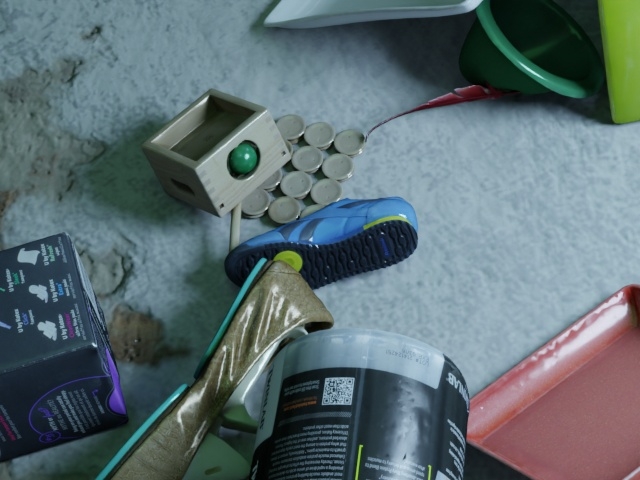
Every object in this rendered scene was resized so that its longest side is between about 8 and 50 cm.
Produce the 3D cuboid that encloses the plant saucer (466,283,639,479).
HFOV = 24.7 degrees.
[{"bbox_3d":[0.277,0.149,1.355,0.259,0.048,0.258,-33,21,-16],"label":"plant saucer"}]

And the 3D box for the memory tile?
[{"bbox_3d":[-0.020,-0.075,1.634,0.113,0.012,0.148,14,59,16],"label":"memory tile"}]

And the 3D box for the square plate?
[{"bbox_3d":[0.142,-0.359,1.710,0.344,0.049,0.347,5,49,49],"label":"square plate"}]

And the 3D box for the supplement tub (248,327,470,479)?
[{"bbox_3d":[0.026,0.253,1.291,0.193,0.193,0.316,3,55,9],"label":"supplement tub"}]

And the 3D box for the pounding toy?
[{"bbox_3d":[-0.107,-0.076,1.596,0.130,0.100,0.141,-42,39,-21],"label":"pounding toy"}]

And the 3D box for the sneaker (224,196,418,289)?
[{"bbox_3d":[0.000,0.000,1.555,0.209,0.069,0.082,-14,34,1],"label":"sneaker"}]

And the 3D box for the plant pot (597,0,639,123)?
[{"bbox_3d":[0.401,-0.288,1.587,0.207,0.228,0.227,-7,55,11],"label":"plant pot"}]

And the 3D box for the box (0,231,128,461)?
[{"bbox_3d":[-0.345,0.125,1.440,0.270,0.165,0.143,-17,56,-6],"label":"box"}]

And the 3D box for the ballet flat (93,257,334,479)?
[{"bbox_3d":[-0.095,0.169,1.431,0.124,0.116,0.342,34,60,4],"label":"ballet flat"}]

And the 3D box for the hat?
[{"bbox_3d":[0.188,-0.183,1.680,0.208,0.183,0.173,25,40,-20],"label":"hat"}]
